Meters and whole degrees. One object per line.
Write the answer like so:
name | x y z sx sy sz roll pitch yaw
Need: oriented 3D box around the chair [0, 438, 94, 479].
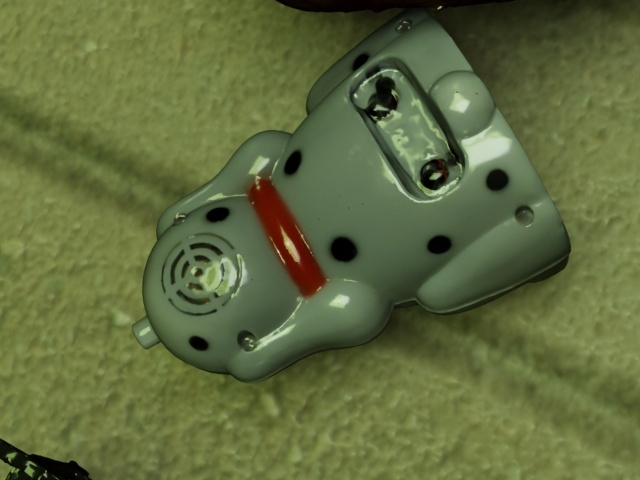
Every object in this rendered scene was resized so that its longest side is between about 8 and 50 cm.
chair | -0.168 0.184 0.921 0.106 0.229 0.113 26 83 18

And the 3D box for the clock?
clock | 0.003 -0.001 0.943 0.254 0.189 0.189 -33 73 5

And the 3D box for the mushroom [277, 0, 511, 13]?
mushroom | 0.069 -0.239 0.914 0.345 0.345 0.239 14 95 16
